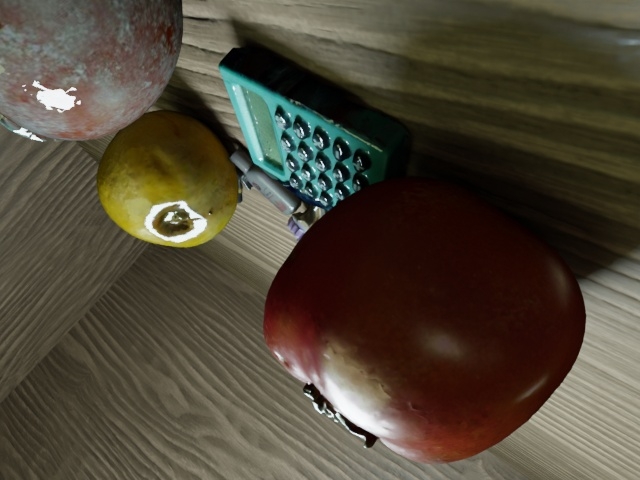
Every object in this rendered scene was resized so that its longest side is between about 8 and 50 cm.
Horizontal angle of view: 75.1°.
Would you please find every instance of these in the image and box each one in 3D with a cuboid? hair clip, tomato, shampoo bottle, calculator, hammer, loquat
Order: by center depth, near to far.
[{"bbox_3d":[-0.308,-0.262,0.442,0.316,0.282,0.317,39,164,13],"label":"tomato"},{"bbox_3d":[0.107,0.087,0.477,0.293,0.290,0.325,34,165,23],"label":"tomato"},{"bbox_3d":[-0.010,-0.120,0.584,0.274,0.058,0.248,33,163,16],"label":"calculator"},{"bbox_3d":[-0.112,-0.118,0.835,0.165,0.040,0.080,42,165,-16],"label":"shampoo bottle"},{"bbox_3d":[-0.306,-0.125,0.844,0.275,0.275,0.275,35,163,12],"label":"loquat"},{"bbox_3d":[0.000,0.000,0.873,0.106,0.084,0.292,50,176,30],"label":"hair clip"},{"bbox_3d":[-0.201,-0.129,1.027,0.078,0.021,0.201,39,164,0],"label":"hammer"}]
